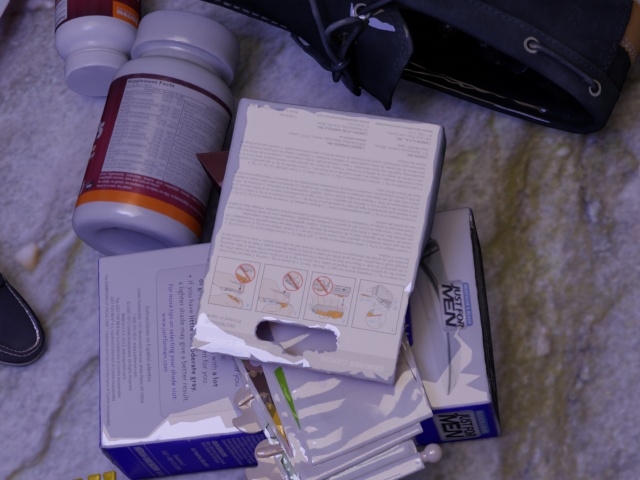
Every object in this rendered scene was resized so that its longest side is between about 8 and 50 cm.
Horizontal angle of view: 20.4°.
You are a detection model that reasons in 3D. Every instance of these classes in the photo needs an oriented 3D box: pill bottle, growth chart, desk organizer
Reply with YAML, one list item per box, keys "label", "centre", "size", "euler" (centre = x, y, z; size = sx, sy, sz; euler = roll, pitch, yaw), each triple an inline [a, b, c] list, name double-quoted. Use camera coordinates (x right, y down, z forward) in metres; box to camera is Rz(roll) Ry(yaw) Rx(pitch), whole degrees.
- label: "pill bottle"
  centre: [-0.219, -0.223, 1.756]
  size: [0.086, 0.086, 0.152]
  euler: [-7, 66, 8]
- label: "growth chart"
  centre: [0.005, 0.110, 1.486]
  size: [0.172, 0.021, 0.237]
  euler: [-15, 65, 4]
- label: "desk organizer"
  centre: [-0.068, -0.045, 1.625]
  size: [0.047, 0.130, 0.050]
  euler: [-35, 63, -5]
- label: "pill bottle"
  centre: [-0.148, -0.096, 1.667]
  size: [0.121, 0.121, 0.221]
  euler: [7, 68, 14]

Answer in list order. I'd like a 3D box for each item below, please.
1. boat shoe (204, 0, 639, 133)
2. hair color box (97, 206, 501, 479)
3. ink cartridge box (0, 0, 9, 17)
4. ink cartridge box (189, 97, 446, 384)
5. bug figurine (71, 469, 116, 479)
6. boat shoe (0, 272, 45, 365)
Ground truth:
- label: "boat shoe"
  centre: [0.051, -0.209, 1.613]
  size: [0.500, 0.187, 0.156]
  euler: [13, 76, -3]
- label: "hair color box"
  centre: [-0.020, 0.093, 1.568]
  size: [0.339, 0.110, 0.185]
  euler: [-8, 65, 9]
- label: "ink cartridge box"
  centre: [-0.434, -0.212, 1.807]
  size: [0.239, 0.060, 0.275]
  euler: [20, 71, 17]
- label: "ink cartridge box"
  centre: [0.000, 0.000, 1.506]
  size: [0.181, 0.056, 0.224]
  euler: [9, 82, 11]
- label: "bug figurine"
  centre: [-0.209, 0.345, 1.512]
  size: [0.216, 0.072, 0.279]
  euler: [-10, 70, 13]
- label: "boat shoe"
  centre: [-0.332, 0.038, 1.629]
  size: [0.206, 0.065, 0.075]
  euler: [44, 69, -8]
